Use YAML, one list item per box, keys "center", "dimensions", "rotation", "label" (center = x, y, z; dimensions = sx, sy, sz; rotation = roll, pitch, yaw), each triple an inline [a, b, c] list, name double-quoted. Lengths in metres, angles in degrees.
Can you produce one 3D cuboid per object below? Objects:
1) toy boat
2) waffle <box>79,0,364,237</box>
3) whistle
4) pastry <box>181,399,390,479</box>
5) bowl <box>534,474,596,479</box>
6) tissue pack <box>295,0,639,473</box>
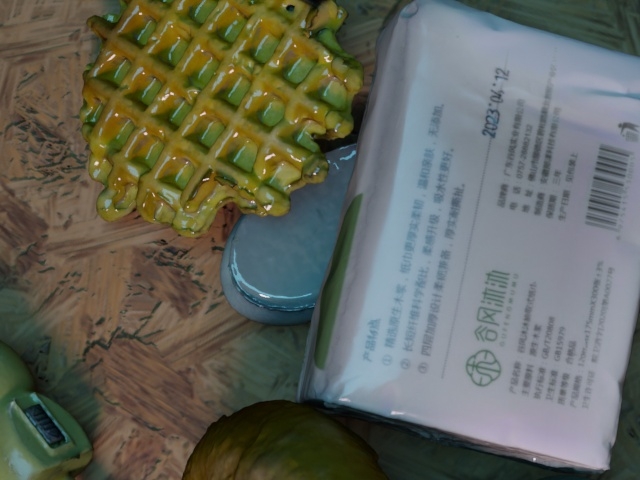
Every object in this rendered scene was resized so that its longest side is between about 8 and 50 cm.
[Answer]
- center: [0.000, 0.000, 1.549]
  dimensions: [0.207, 0.079, 0.134]
  rotation: [-38, 82, -10]
  label: "toy boat"
- center: [-0.098, -0.152, 1.550]
  dimensions: [0.311, 0.060, 0.307]
  rotation: [-4, 73, 28]
  label: "waffle"
- center: [-0.280, 0.193, 1.533]
  dimensions: [0.288, 0.131, 0.106]
  rotation: [51, 121, 13]
  label: "whistle"
- center: [-0.011, 0.298, 1.353]
  dimensions: [0.163, 0.356, 0.356]
  rotation: [-4, 75, -27]
  label: "pastry"
- center: [0.218, 0.284, 1.398]
  dimensions: [0.211, 0.112, 0.211]
  rotation: [17, 122, 29]
  label: "bowl"
- center: [0.145, 0.000, 1.428]
  dimensions: [0.266, 0.194, 0.357]
  rotation: [15, 81, -5]
  label: "tissue pack"
